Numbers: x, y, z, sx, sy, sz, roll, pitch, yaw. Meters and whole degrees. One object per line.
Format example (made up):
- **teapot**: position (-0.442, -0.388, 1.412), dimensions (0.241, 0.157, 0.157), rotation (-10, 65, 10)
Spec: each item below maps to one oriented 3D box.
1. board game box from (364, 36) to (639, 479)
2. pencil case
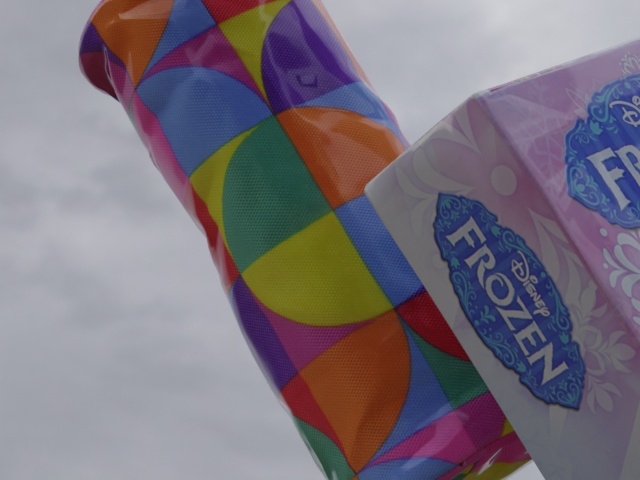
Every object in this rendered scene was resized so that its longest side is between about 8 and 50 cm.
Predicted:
- **board game box**: position (0.213, 0.059, 0.616), dimensions (0.318, 0.318, 0.066), rotation (-23, -13, -45)
- **pencil case**: position (0.000, 0.000, 0.637), dimensions (0.104, 0.236, 0.104), rotation (-27, -15, -8)
